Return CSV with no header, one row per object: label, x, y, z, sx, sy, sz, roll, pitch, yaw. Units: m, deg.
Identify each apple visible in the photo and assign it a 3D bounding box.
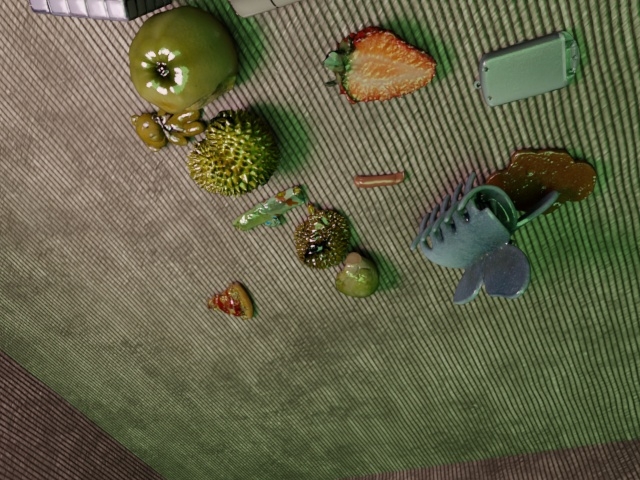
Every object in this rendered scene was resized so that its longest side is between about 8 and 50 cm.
apple,-0.344,-0.453,1.103,0.280,0.279,0.278,5,126,6

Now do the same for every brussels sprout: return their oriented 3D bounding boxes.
brussels sprout,0.133,0.123,1.490,0.146,0.131,0.183,22,145,3

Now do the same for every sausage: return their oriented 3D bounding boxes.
sausage,0.181,-0.184,1.326,0.158,0.036,0.042,-6,135,13

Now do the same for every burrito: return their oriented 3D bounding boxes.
burrito,-0.165,-0.088,1.444,0.288,0.054,0.104,-24,120,22

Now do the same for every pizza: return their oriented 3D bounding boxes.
pizza,-0.369,0.250,1.712,0.199,0.062,0.188,-10,121,18

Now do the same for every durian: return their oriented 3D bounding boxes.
durian,0.000,0.000,1.425,0.194,0.137,0.237,-15,120,19
durian,-0.236,-0.237,1.225,0.225,0.291,0.291,40,122,-13

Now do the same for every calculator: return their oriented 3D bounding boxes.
calculator,0.513,-0.426,1.092,0.246,0.045,0.141,-13,122,18

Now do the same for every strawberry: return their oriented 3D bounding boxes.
strawberry,0.143,-0.450,1.109,0.287,0.106,0.188,2,131,-7

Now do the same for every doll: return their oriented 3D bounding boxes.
doll,-0.451,-0.338,1.290,0.210,0.097,0.137,-14,116,12

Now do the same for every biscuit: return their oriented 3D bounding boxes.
biscuit,0.631,-0.169,1.257,0.291,0.041,0.208,4,126,13

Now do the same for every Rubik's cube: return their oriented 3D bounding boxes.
Rubik's cube,-0.512,-0.649,0.991,0.237,0.237,0.238,6,126,4

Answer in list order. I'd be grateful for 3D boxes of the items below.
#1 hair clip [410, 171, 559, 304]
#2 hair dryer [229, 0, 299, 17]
hair clip,0.432,-0.017,1.230,0.239,0.392,0.318,37,149,-1
hair dryer,-0.147,-0.707,0.953,0.204,0.128,0.361,-7,122,19
